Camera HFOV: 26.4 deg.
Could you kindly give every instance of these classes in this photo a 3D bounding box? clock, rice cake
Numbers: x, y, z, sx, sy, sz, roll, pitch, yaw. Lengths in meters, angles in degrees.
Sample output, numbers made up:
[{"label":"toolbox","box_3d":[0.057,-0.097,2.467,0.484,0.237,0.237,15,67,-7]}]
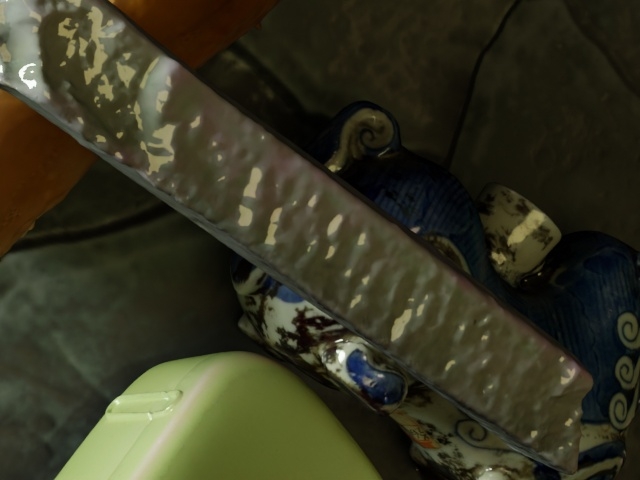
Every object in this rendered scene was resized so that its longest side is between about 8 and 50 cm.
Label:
[{"label":"clock","box_3d":[-0.032,0.232,0.738,0.308,0.096,0.235,53,50,-22]},{"label":"rice cake","box_3d":[0.000,0.000,0.598,0.365,0.073,0.056,36,86,-30]}]

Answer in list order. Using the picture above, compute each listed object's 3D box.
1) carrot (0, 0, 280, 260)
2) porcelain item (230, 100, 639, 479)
[{"label":"carrot","box_3d":[-0.120,-0.111,0.629,0.196,0.196,0.254,37,87,-25]},{"label":"porcelain item","box_3d":[0.086,0.038,0.775,0.288,0.138,0.186,39,79,-26]}]
